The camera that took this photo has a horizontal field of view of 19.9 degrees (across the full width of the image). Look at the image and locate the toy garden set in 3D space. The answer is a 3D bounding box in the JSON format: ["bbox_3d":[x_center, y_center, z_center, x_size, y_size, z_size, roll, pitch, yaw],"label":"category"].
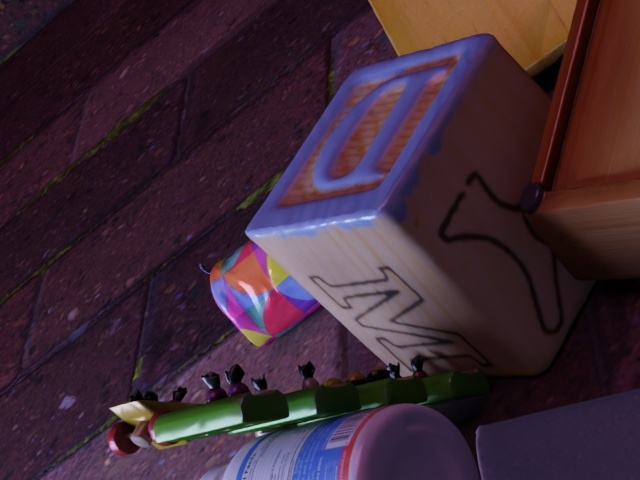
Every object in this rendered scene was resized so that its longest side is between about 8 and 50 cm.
[{"bbox_3d":[-0.028,0.121,1.410,0.204,0.244,0.049,-19,77,48],"label":"toy garden set"}]

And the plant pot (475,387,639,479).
[{"bbox_3d":[0.239,0.197,0.816,0.252,0.247,0.248,-23,29,12],"label":"plant pot"}]

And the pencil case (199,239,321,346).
[{"bbox_3d":[0.000,0.000,1.709,0.236,0.104,0.104,-36,25,20],"label":"pencil case"}]

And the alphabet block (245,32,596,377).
[{"bbox_3d":[0.098,-0.021,1.446,0.193,0.197,0.192,-6,45,56],"label":"alphabet block"}]

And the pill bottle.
[{"bbox_3d":[0.003,0.196,1.353,0.221,0.124,0.124,-19,35,48],"label":"pill bottle"}]

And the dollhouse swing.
[{"bbox_3d":[0.253,-0.307,1.819,0.347,0.305,0.315,-36,67,23],"label":"dollhouse swing"}]

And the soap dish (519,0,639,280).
[{"bbox_3d":[0.266,-0.120,1.309,0.229,0.118,0.291,-7,66,62],"label":"soap dish"}]
